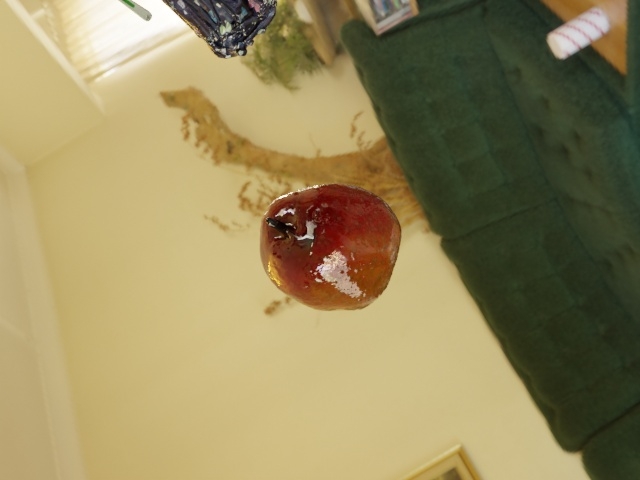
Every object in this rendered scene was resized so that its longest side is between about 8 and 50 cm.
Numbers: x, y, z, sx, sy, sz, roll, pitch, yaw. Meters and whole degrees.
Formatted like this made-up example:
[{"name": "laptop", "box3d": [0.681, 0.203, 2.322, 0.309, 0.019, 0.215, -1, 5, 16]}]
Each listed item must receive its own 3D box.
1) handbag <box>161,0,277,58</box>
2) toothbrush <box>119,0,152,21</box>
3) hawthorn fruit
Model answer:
[{"name": "handbag", "box3d": [-0.206, -0.457, 1.313, 0.260, 0.162, 0.113, 44, 169, -14]}, {"name": "toothbrush", "box3d": [-0.460, -0.543, 1.562, 0.030, 0.030, 0.304, 60, -164, 18]}, {"name": "hawthorn fruit", "box3d": [0.000, 0.000, 1.518, 0.369, 0.284, 0.285, 23, -150, -50]}]
